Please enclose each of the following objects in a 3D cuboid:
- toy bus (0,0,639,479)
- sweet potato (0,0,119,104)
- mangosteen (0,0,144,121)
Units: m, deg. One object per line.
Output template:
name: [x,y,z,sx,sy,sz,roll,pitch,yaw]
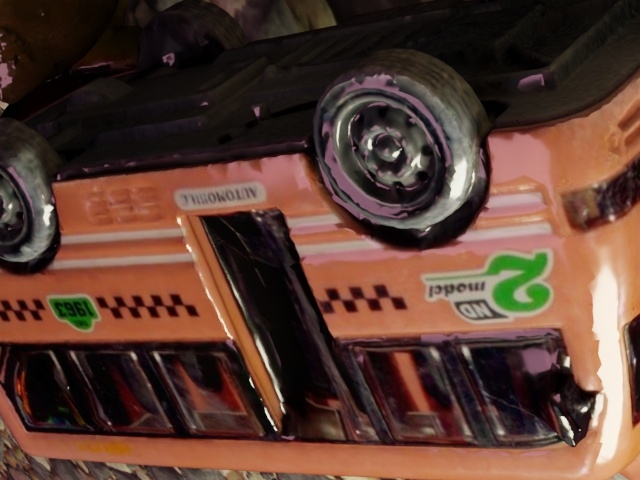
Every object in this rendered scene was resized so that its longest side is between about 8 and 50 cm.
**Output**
toy bus: [0.000,0.000,0.741,0.427,0.203,0.233,-4,116,37]
sweet potato: [-0.191,-0.281,0.818,0.130,0.131,0.422,-23,79,60]
mangosteen: [-0.144,-0.073,1.006,0.200,0.200,0.199,35,146,27]
